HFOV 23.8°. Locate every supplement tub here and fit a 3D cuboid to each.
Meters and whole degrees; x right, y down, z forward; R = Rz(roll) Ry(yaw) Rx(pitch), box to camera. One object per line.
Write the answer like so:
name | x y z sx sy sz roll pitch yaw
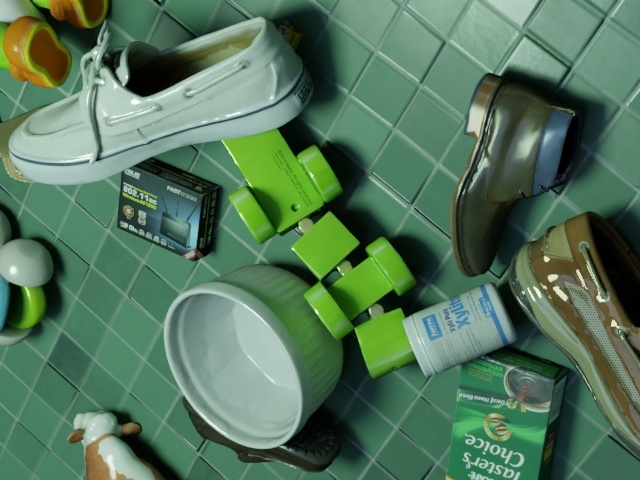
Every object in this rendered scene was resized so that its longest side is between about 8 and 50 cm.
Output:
supplement tub | 0.149 0.094 1.615 0.107 0.071 0.071 -23 98 4

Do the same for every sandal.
sandal | -0.364 -0.110 1.899 0.240 0.088 0.079 1 142 40

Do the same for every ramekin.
ramekin | -0.070 0.125 1.759 0.207 0.109 0.207 21 127 31

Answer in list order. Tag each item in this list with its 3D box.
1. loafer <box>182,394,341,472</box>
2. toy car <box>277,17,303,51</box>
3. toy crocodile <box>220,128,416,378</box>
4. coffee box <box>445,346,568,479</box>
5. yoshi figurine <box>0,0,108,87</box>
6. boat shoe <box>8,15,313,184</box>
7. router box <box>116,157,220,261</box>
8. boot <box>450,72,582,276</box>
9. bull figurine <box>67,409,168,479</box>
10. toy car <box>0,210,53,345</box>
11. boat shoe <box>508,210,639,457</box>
loafer | -0.067 0.233 1.847 0.220 0.080 0.078 19 133 32
toy car | -0.040 -0.260 1.617 0.040 0.060 0.122 39 126 29
toy crocodile | 0.000 0.000 1.683 0.115 0.105 0.340 -37 87 -3
coffee box | 0.203 0.208 1.673 0.113 0.040 0.184 20 120 25
yoshi figurine | -0.443 -0.311 1.782 0.362 0.203 0.203 18 112 28
boat shoe | -0.203 -0.170 1.653 0.367 0.136 0.156 -10 134 23
router box | -0.183 -0.040 1.818 0.122 0.038 0.092 22 120 24
boot | 0.197 -0.052 1.539 0.106 0.082 0.219 18 117 29
bull figurine | -0.233 0.361 1.990 0.310 0.101 0.188 39 130 16
toy car | -0.444 0.056 1.968 0.182 0.136 0.159 38 126 14
boat shoe | 0.326 0.110 1.503 0.324 0.122 0.120 49 125 5
